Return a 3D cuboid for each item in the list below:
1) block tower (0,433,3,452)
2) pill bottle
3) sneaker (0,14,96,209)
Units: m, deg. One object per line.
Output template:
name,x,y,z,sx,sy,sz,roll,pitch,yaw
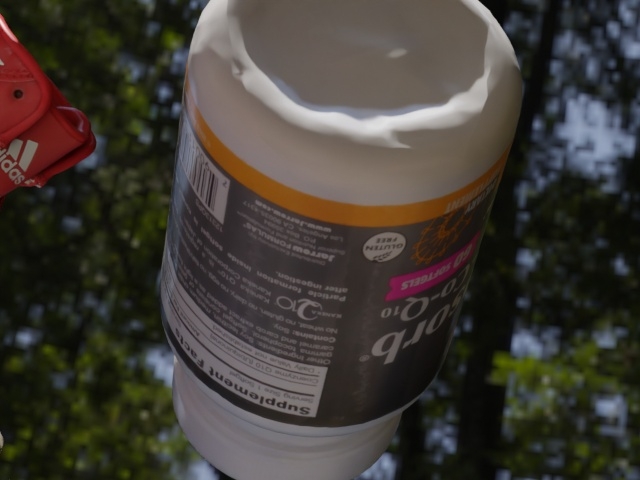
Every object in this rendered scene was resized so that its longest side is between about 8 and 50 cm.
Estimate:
block tower,-0.234,0.171,1.244,0.091,0.335,0.097,-23,12,-1
pill bottle,0.000,0.000,1.027,0.162,0.162,0.278,10,-41,-1
sneaker,-0.144,-0.002,0.669,0.128,0.221,0.087,-12,-26,13
